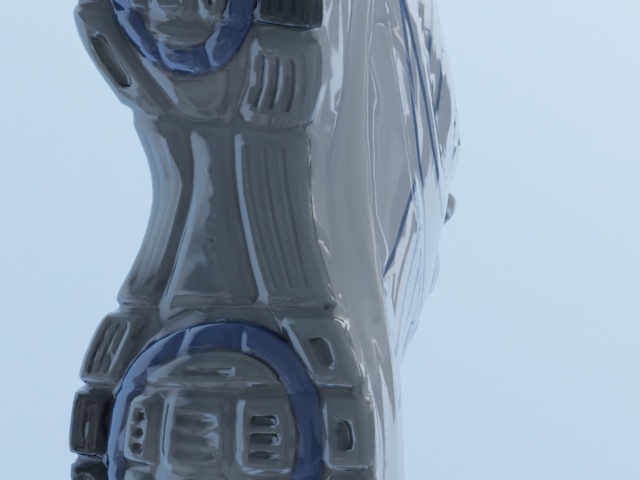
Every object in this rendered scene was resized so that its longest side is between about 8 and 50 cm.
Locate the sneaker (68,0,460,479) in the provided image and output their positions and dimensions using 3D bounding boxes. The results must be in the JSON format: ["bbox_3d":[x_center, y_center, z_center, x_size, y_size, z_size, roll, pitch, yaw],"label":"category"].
[{"bbox_3d":[0.000,0.000,0.509,0.111,0.129,0.297,8,-80,33],"label":"sneaker"}]
